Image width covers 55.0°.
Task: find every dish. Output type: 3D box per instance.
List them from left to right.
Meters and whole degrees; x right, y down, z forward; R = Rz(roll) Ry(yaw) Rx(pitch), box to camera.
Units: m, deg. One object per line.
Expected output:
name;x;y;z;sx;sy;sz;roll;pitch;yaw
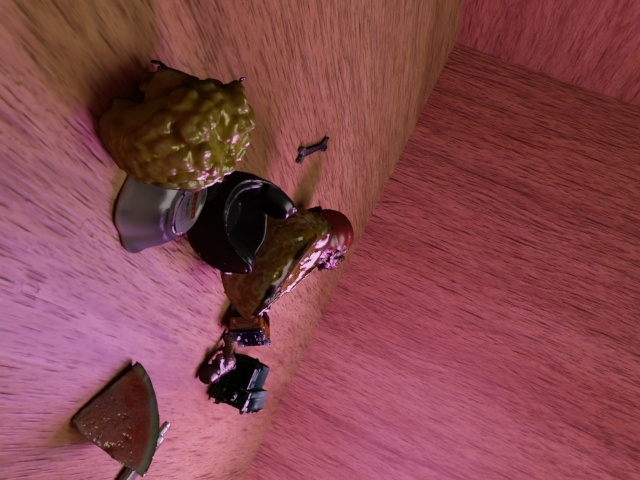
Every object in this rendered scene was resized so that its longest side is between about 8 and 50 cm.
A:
dish;-0.250;-0.070;1.052;0.229;0.081;0.229;23;90;-79

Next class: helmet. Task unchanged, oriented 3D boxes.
helmet;-0.167;-0.036;1.204;0.189;0.193;0.216;-57;161;-29

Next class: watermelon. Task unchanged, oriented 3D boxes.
watermelon;-0.381;0.347;1.212;0.202;0.136;0.207;67;32;-82

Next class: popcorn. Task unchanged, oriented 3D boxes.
popcorn;-0.200;-0.161;0.870;0.218;0.189;0.169;-35;140;-57

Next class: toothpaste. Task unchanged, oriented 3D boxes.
toothpaste;-0.448;0.550;1.491;0.255;0.037;0.067;-55;170;-30

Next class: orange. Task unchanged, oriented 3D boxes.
orange;-0.120;0.027;1.476;0.271;0.210;0.369;-47;173;19

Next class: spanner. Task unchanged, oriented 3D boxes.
spanner;-0.021;-0.272;1.834;0.254;0.015;0.054;-41;150;-65

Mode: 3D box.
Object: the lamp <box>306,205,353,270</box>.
lamp;0.000;0.000;1.968;0.227;0.227;0.227;-61;167;-24

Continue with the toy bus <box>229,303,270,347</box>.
toy bus;-0.201;0.243;1.785;0.201;0.098;0.114;81;7;-70

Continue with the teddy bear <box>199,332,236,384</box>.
teddy bear;-0.280;0.351;1.749;0.160;0.078;0.119;-55;167;-48

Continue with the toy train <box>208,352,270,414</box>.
toy train;-0.244;0.465;2.003;0.330;0.138;0.178;63;47;-76
